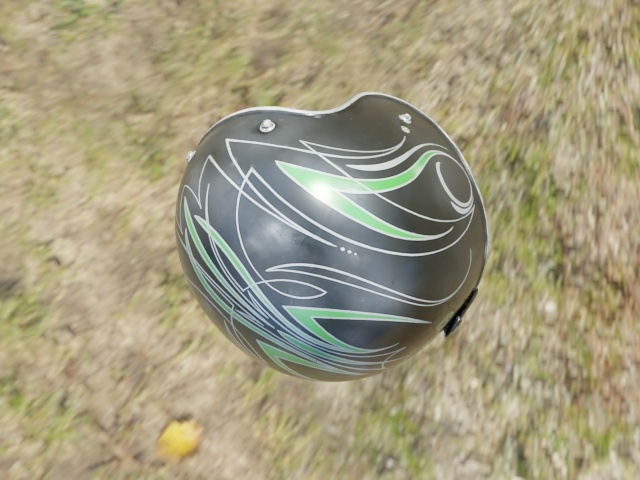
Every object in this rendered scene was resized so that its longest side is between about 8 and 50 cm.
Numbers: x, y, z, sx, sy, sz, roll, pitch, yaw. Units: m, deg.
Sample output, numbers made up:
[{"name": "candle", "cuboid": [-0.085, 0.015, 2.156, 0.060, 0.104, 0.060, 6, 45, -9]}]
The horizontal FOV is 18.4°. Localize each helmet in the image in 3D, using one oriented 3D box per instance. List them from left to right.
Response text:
[{"name": "helmet", "cuboid": [0.000, 0.000, 1.153, 0.169, 0.161, 0.169, 17, 114, 43]}]
